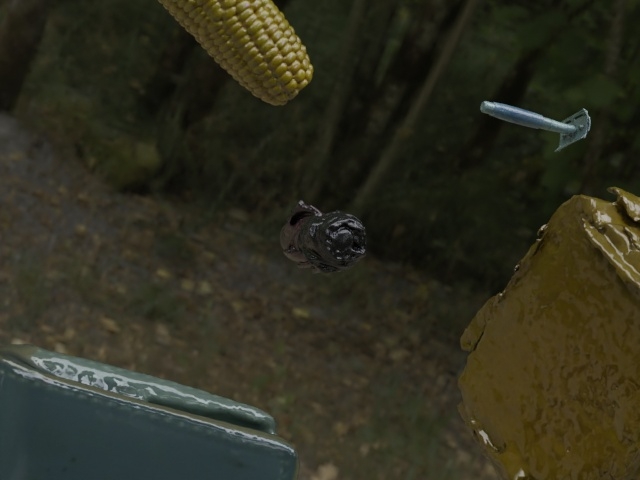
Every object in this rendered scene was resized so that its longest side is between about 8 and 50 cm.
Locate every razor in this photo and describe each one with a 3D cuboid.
[{"bbox_3d":[0.259,-0.149,1.690,0.135,0.040,0.068,12,-18,-20],"label":"razor"}]

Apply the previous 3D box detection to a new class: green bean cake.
[{"bbox_3d":[0.230,0.102,1.049,0.131,0.229,0.224,11,30,-34],"label":"green bean cake"}]

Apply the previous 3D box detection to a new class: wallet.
[{"bbox_3d":[-0.165,0.277,1.003,0.252,0.360,0.083,15,4,-7],"label":"wallet"}]

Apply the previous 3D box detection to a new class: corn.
[{"bbox_3d":[-0.125,-0.273,1.476,0.305,0.106,0.106,51,13,-15],"label":"corn"}]

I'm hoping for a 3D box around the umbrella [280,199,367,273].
[{"bbox_3d":[0.000,0.000,1.856,0.094,0.090,0.326,21,-3,-10],"label":"umbrella"}]
